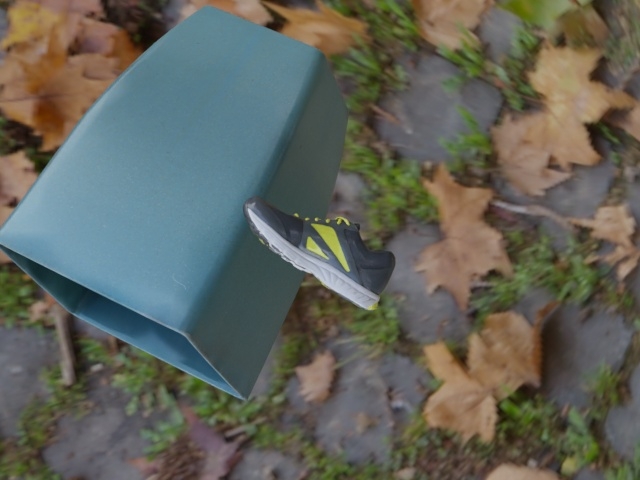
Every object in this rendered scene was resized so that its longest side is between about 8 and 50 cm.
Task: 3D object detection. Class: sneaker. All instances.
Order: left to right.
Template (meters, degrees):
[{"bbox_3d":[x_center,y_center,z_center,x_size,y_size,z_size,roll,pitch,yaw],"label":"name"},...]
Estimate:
[{"bbox_3d":[0.000,0.000,0.760,0.083,0.031,0.035,36,85,-10],"label":"sneaker"}]

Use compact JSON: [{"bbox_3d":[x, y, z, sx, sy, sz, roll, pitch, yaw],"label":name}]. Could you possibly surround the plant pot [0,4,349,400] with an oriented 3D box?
[{"bbox_3d":[-0.084,-0.038,1.127,0.166,0.165,0.234,25,76,20],"label":"plant pot"}]
